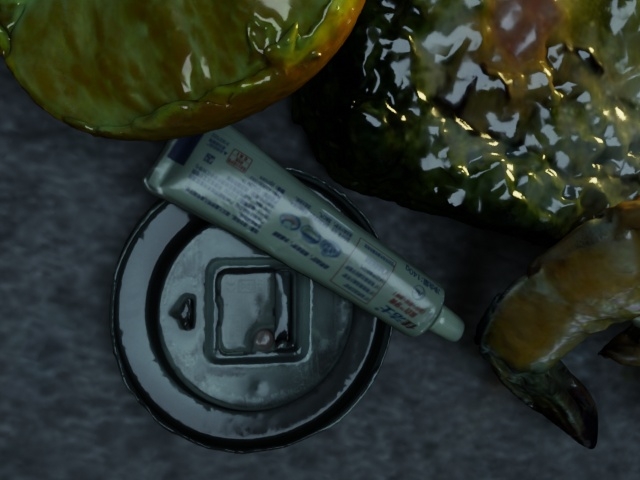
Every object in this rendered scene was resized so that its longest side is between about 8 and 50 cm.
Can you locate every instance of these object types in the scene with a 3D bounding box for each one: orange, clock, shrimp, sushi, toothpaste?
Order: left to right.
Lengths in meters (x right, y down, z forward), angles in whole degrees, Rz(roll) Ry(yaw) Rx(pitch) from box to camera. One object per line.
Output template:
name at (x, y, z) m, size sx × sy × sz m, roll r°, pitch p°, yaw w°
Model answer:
orange at (-0.119, -0.223, 0.564) m, size 0.262 × 0.196 × 0.335 m, roll -39°, pitch 93°, yaw -4°
clock at (-0.053, 0.052, 0.697) m, size 0.225 × 0.049 × 0.226 m, roll -1°, pitch 95°, yaw -16°
toothpaste at (-0.001, 0.001, 0.659) m, size 0.268 × 0.047 × 0.069 m, roll 33°, pitch 104°, yaw -14°
sushi at (0.169, -0.144, 0.676) m, size 0.351 × 0.178 × 0.294 m, roll 12°, pitch 91°, yaw -19°
shrimp at (0.281, 0.116, 0.710) m, size 0.271 × 0.085 × 0.445 m, roll -13°, pitch 139°, yaw 18°
